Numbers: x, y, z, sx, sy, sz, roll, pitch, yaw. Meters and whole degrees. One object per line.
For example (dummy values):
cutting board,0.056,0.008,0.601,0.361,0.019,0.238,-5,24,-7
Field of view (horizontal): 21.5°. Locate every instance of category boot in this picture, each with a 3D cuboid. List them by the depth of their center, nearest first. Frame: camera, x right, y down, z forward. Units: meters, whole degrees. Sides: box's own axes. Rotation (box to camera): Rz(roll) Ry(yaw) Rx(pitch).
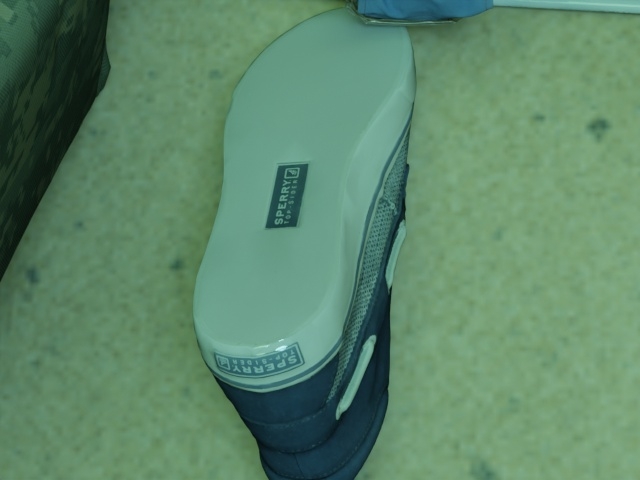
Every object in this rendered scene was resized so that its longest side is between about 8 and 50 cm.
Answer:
boot,0.000,0.000,0.621,0.069,0.086,0.190,1,44,18

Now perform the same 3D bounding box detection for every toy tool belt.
toy tool belt,0.045,-0.100,0.616,0.083,0.052,0.051,-1,27,14

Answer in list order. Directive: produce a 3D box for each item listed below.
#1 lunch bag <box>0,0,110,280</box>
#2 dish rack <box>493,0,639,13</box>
lunch bag,-0.229,-0.078,0.558,0.287,0.169,0.235,19,42,-2
dish rack,0.048,-0.239,0.684,0.333,0.072,0.285,5,73,11
